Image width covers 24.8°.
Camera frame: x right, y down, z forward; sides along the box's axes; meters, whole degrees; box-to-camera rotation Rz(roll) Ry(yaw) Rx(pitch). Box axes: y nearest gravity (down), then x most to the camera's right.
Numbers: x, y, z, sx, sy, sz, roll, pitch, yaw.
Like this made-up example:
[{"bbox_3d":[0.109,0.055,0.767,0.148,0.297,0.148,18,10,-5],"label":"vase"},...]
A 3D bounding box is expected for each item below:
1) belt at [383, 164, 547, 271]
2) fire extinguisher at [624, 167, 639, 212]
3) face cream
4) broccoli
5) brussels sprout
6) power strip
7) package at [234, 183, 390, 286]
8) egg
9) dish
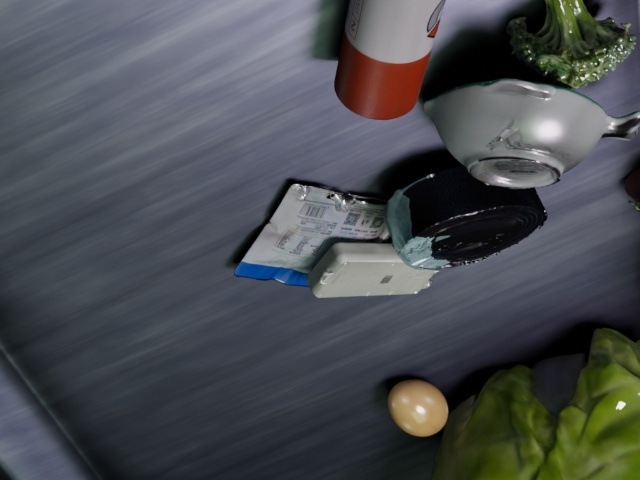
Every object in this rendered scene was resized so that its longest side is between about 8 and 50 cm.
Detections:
[{"bbox_3d":[0.171,-0.029,1.768,0.198,0.078,0.151,-9,153,-23],"label":"belt"},{"bbox_3d":[0.454,-0.044,1.888,0.158,0.043,0.064,29,91,-40],"label":"fire extinguisher"},{"bbox_3d":[0.075,-0.230,1.492,0.096,0.095,0.214,-4,141,-14],"label":"face cream"},{"bbox_3d":[0.258,-0.253,1.542,0.118,0.122,0.204,-29,128,-6],"label":"broccoli"},{"bbox_3d":[0.376,0.357,2.098,0.425,0.361,0.342,-35,134,25],"label":"brussels sprout"},{"bbox_3d":[0.072,0.037,1.842,0.192,0.035,0.081,0,142,-37],"label":"power strip"},{"bbox_3d":[0.000,0.000,1.806,0.171,0.027,0.173,9,136,-32],"label":"package"},{"bbox_3d":[0.139,0.239,2.103,0.080,0.080,0.096,-27,132,15],"label":"egg"},{"bbox_3d":[0.235,-0.108,1.634,0.246,0.078,0.224,5,164,3],"label":"dish"}]
